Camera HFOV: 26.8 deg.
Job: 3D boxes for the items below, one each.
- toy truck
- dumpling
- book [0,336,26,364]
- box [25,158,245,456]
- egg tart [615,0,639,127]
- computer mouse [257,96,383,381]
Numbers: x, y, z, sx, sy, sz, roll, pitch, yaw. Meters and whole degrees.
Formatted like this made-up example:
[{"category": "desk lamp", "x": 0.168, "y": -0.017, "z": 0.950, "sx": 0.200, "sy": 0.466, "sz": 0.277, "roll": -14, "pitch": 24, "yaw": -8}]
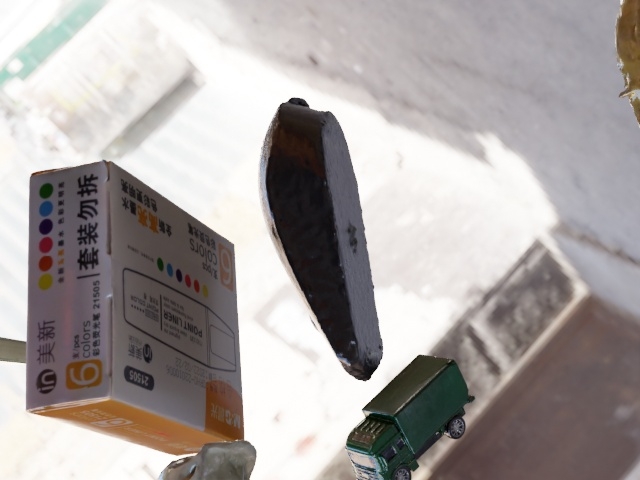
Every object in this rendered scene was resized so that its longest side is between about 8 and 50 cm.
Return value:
[{"category": "toy truck", "x": 0.092, "y": 0.196, "z": 1.418, "sx": 0.065, "sy": 0.147, "sz": 0.079, "roll": 4, "pitch": 129, "yaw": 53}, {"category": "dumpling", "x": -0.059, "y": 0.142, "z": 0.725, "sx": 0.057, "sy": 0.076, "sz": 0.052, "roll": 3, "pitch": -178, "yaw": -31}, {"category": "book", "x": -0.475, "y": 0.114, "z": 1.448, "sx": 0.264, "sy": 0.027, "sz": 0.202, "roll": -4, "pitch": 167, "yaw": 31}, {"category": "box", "x": -0.163, "y": 0.071, "z": 1.227, "sx": 0.274, "sy": 0.091, "sz": 0.220, "roll": 36, "pitch": -133, "yaw": -64}, {"category": "egg tart", "x": 0.364, "y": -0.145, "z": 1.081, "sx": 0.352, "sy": 0.352, "sz": 0.150, "roll": 45, "pitch": 159, "yaw": -13}, {"category": "computer mouse", "x": -0.005, "y": 0.000, "z": 1.344, "sx": 0.168, "sy": 0.087, "sz": 0.295, "roll": 12, "pitch": -113, "yaw": -77}]
